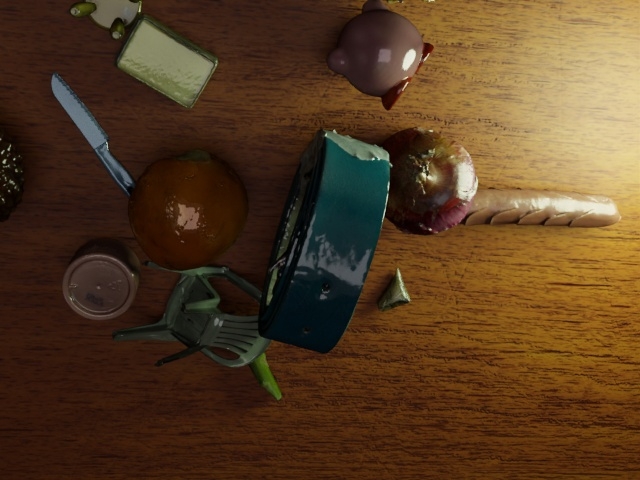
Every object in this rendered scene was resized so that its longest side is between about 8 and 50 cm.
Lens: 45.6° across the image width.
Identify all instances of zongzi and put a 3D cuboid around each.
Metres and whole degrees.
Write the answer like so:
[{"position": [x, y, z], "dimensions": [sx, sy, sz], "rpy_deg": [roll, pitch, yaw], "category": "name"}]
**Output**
[{"position": [0.155, 0.113, 1.717], "dimensions": [0.076, 0.040, 0.083], "rpy_deg": [-21, 98, 7], "category": "zongzi"}]

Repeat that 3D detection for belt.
[{"position": [-0.001, 0.001, 1.517], "dimensions": [0.173, 0.300, 0.436], "rpy_deg": [19, 96, -14], "category": "belt"}]

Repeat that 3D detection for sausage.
[{"position": [0.455, -0.071, 1.668], "dimensions": [0.433, 0.088, 0.087], "rpy_deg": [1, 108, -8], "category": "sausage"}]

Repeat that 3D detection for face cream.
[{"position": [-0.454, 0.080, 1.589], "dimensions": [0.149, 0.104, 0.149], "rpy_deg": [-2, 108, -7], "category": "face cream"}]

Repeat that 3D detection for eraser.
[{"position": [-0.300, -0.350, 1.486], "dimensions": [0.172, 0.058, 0.117], "rpy_deg": [29, 107, -18], "category": "eraser"}]

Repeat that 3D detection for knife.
[{"position": [-0.450, -0.201, 1.543], "dimensions": [0.045, 0.019, 0.313], "rpy_deg": [-34, 109, -3], "category": "knife"}]

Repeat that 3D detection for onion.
[{"position": [0.207, -0.120, 1.557], "dimensions": [0.230, 0.163, 0.229], "rpy_deg": [0, 93, 6], "category": "onion"}]

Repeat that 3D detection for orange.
[{"position": [-0.259, -0.060, 1.501], "dimensions": [0.240, 0.240, 0.239], "rpy_deg": [-2, 109, -7], "category": "orange"}]

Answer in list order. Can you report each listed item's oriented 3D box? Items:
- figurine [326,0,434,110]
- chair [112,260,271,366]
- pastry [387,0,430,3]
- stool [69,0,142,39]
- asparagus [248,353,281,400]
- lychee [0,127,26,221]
[{"position": [0.113, -0.365, 1.480], "dimensions": [0.173, 0.173, 0.173], "rpy_deg": [-2, 109, -7], "category": "figurine"}, {"position": [-0.251, 0.169, 1.602], "dimensions": [0.275, 0.191, 0.203], "rpy_deg": [2, 117, -55], "category": "chair"}, {"position": [0.181, -0.571, 1.387], "dimensions": [0.256, 0.170, 0.236], "rpy_deg": [-12, 146, -26], "category": "pastry"}, {"position": [-0.394, -0.443, 1.418], "dimensions": [0.135, 0.110, 0.134], "rpy_deg": [-16, 109, -3], "category": "stool"}, {"position": [-0.137, 0.291, 1.736], "dimensions": [0.045, 0.041, 0.178], "rpy_deg": [-35, 113, -28], "category": "asparagus"}, {"position": [-0.685, -0.132, 1.419], "dimensions": [0.268, 0.267, 0.267], "rpy_deg": [-2, 109, -7], "category": "lychee"}]
